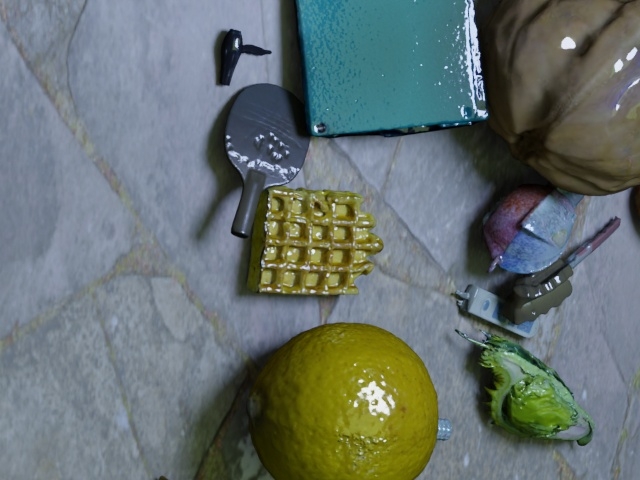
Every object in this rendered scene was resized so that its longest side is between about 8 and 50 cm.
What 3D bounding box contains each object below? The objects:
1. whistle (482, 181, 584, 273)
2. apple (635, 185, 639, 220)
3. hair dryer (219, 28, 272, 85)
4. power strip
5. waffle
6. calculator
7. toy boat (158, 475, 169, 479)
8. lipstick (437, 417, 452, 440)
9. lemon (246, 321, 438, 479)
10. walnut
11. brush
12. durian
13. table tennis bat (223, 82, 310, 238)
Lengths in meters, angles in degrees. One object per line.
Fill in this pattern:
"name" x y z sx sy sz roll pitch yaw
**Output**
"whistle" 0.374 -0.062 1.771 0.346 0.133 0.142 -46 143 -25
"apple" 0.621 -0.071 1.892 0.146 0.131 0.147 -5 99 -36
"hair dryer" -0.105 -0.258 1.542 0.083 0.031 0.079 0 111 -35
"power strip" 0.296 0.118 1.816 0.191 0.030 0.048 25 87 -29
"waffle" 0.000 0.000 1.625 0.210 0.055 0.161 1 98 -26
"calculator" 0.098 -0.274 1.579 0.273 0.058 0.249 -9 97 -6
"toy boat" -0.165 0.430 1.622 0.088 0.068 0.226 -45 113 -18
"lipstick" 0.158 0.306 1.780 0.116 0.037 0.037 9 96 -25
"lemon" 0.034 0.251 1.573 0.293 0.293 0.293 -5 102 -26
"walnut" 0.415 -0.265 1.643 0.383 0.383 0.384 -5 102 -26
"brush" 0.420 0.042 1.831 0.301 0.071 0.084 -33 151 -32
"durian" 0.352 0.268 1.831 0.375 0.132 0.107 41 56 -31
"table tennis bat" -0.086 -0.115 1.542 0.131 0.022 0.235 23 69 -22
